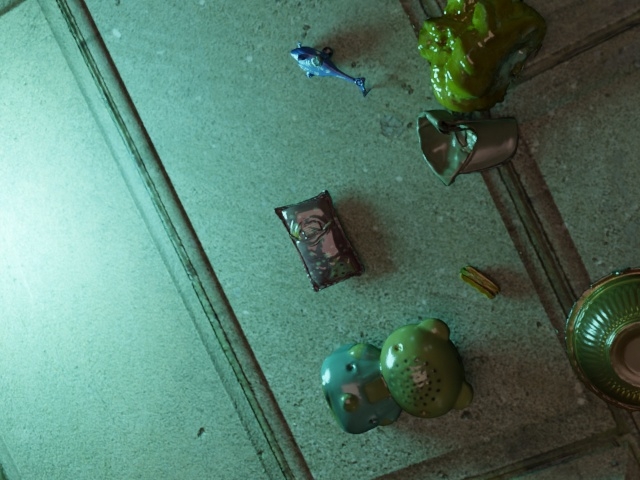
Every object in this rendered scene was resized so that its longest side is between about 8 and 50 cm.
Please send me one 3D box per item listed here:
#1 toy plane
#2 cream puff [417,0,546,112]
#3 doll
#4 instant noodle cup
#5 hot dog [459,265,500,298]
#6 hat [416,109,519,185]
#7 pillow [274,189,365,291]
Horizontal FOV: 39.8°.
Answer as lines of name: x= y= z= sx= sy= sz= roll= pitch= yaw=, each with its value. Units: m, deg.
toy plane: x=0.016 y=-0.315 z=1.633 sx=0.167 sy=0.054 sz=0.062 roll=26 pitch=131 yaw=12
cream puff: x=0.254 y=-0.332 z=1.492 sx=0.194 sy=0.194 sz=0.221 roll=34 pitch=103 yaw=9
doll: x=0.140 y=0.253 z=1.634 sx=0.260 sy=0.161 sz=0.177 roll=-20 pitch=92 yaw=22
instant noodle cup: x=0.561 y=0.184 z=1.530 sx=0.273 sy=0.090 sz=0.274 roll=3 pitch=101 yaw=17
hot dog: x=0.294 y=0.075 z=1.629 sx=0.083 sy=0.021 sz=0.037 roll=39 pitch=119 yaw=6
hat: x=0.264 y=-0.184 z=1.575 sx=0.175 sy=0.085 sz=0.147 roll=-10 pitch=131 yaw=-1
pillow: x=0.000 y=0.000 z=1.695 sx=0.118 sy=0.043 sz=0.185 roll=-23 pitch=96 yaw=13
